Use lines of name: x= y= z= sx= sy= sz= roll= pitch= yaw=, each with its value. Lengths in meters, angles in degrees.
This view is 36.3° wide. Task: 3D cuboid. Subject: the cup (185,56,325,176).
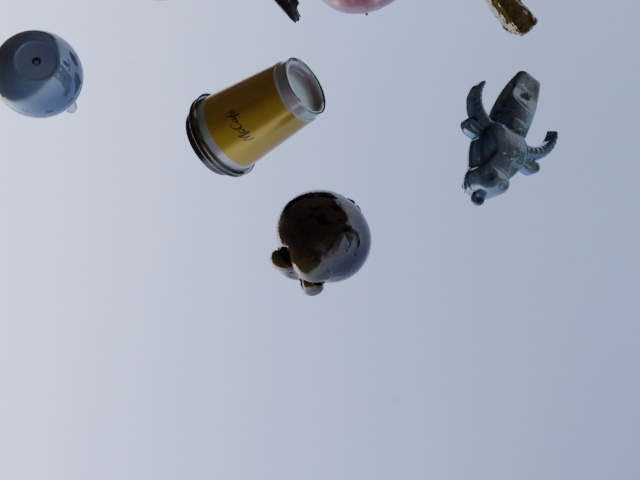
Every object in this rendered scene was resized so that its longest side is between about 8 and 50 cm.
cup: x=-0.136 y=-0.261 z=2.052 sx=0.280 sy=0.196 sz=0.196 roll=-25 pitch=-132 yaw=30

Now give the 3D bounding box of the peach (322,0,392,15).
peach: x=0.109 y=-0.712 z=2.285 sx=0.370 sy=0.370 sz=0.369 roll=-21 pitch=-130 yaw=28

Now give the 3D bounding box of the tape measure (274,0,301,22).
tape measure: x=-0.201 y=-0.437 z=1.528 sx=0.215 sy=0.351 sz=0.098 roll=-31 pitch=-161 yaw=38

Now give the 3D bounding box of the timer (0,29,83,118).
timer: x=-0.510 y=-0.306 z=1.789 sx=0.175 sy=0.175 sz=0.255 roll=-47 pitch=-166 yaw=4

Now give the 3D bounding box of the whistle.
whistle: x=0.311 y=-0.173 z=1.665 sx=0.269 sy=0.180 sz=0.093 roll=-65 pitch=-162 yaw=-17

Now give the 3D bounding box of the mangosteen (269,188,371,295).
mangosteen: x=0.000 y=0.000 z=1.907 sx=0.210 sy=0.210 sz=0.209 roll=-21 pitch=-130 yaw=28

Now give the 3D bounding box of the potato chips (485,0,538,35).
potato chips: x=0.294 y=-0.552 z=1.868 sx=0.057 sy=0.080 sz=0.406 roll=-26 pitch=-102 yaw=-9
